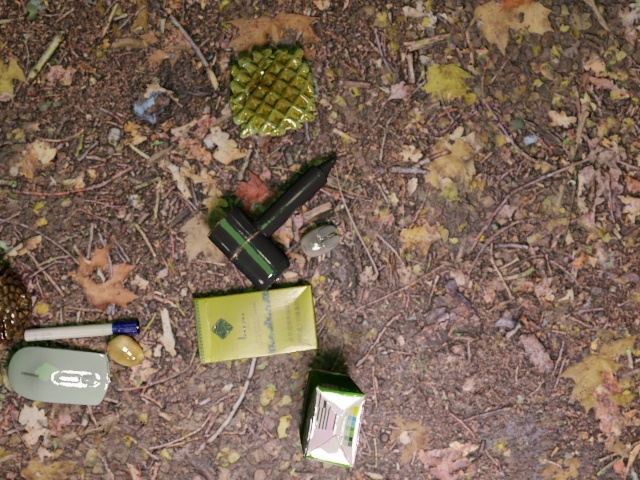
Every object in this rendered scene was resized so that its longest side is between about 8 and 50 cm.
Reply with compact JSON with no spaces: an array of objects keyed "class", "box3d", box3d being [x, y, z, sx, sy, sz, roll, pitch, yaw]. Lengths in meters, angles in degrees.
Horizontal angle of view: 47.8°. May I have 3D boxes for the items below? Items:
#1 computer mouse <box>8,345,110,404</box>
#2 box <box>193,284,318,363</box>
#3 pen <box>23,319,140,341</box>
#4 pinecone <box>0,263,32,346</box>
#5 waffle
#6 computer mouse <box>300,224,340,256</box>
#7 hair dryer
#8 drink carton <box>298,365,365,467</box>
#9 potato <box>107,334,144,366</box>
[{"class":"computer mouse","box3d":[-0.600,0.310,1.658,0.230,0.079,0.128,6,90,-4]},{"class":"box","box3d":[-0.150,0.194,1.684,0.278,0.041,0.153,-7,88,-1]},{"class":"pen","box3d":[-0.555,0.212,1.681,0.268,0.033,0.033,-5,88,-1]},{"class":"pinecone","box3d":[-0.753,0.155,1.613,0.204,0.184,0.179,-7,113,22]},{"class":"waffle","box3d":[-0.114,-0.348,1.698,0.207,0.054,0.214,-13,82,2]},{"class":"computer mouse","box3d":[0.000,0.000,1.694,0.096,0.039,0.066,-25,89,-2]},{"class":"hair dryer","box3d":[-0.071,-0.062,1.673,0.352,0.107,0.189,-44,90,-8]},{"class":"drink carton","box3d":[0.018,0.374,1.565,0.108,0.271,0.161,12,86,-5]},{"class":"potato","box3d":[-0.450,0.256,1.667,0.083,0.062,0.068,40,123,9]}]
